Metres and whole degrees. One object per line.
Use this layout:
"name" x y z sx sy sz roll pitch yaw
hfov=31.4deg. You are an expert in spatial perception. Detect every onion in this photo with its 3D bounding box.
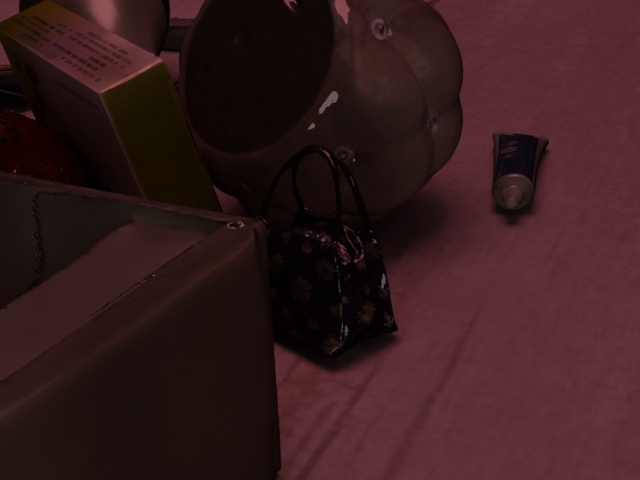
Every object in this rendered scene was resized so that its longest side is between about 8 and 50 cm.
"onion" -0.277 -0.047 0.929 0.183 0.147 0.184 4 49 -5

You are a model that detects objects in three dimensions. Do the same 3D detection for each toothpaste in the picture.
"toothpaste" 0.184 -0.069 1.065 0.057 0.035 0.197 8 23 9

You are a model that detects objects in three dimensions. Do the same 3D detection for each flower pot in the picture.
"flower pot" 0.004 -0.125 0.969 0.246 0.246 0.195 19 0 38

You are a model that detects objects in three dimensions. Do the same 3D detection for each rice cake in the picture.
"rice cake" -0.148 -0.273 1.526 0.210 0.043 0.034 8 34 23

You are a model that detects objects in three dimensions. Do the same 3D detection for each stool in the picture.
"stool" -0.192 0.088 0.606 0.269 0.170 0.243 11 28 28

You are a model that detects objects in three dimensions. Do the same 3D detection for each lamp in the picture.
"lamp" -0.254 -0.223 1.349 0.181 0.182 0.314 -10 59 -16

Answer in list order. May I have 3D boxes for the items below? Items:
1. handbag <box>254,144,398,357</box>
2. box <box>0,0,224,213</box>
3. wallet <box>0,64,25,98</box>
"handbag" 0.000 0.000 0.811 0.072 0.139 0.115 -13 25 -40
"box" -0.183 -0.096 0.983 0.062 0.175 0.260 -32 34 -20
"wallet" -0.408 -0.199 1.359 0.155 0.039 0.110 13 5 31
